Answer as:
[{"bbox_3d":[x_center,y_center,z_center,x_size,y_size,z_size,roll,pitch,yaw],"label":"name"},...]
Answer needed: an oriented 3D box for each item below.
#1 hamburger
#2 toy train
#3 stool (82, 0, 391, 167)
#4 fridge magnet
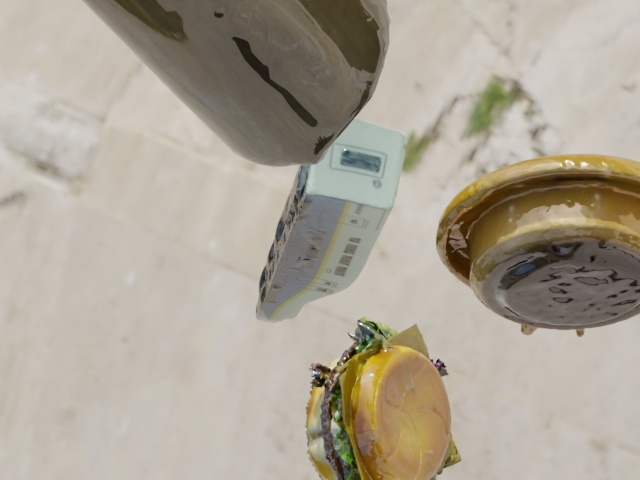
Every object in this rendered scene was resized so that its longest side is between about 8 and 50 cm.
[{"bbox_3d":[0.049,0.162,1.702,0.093,0.164,0.189,-5,90,39],"label":"hamburger"},{"bbox_3d":[0.000,0.000,1.046,0.234,0.051,0.052,112,171,-67],"label":"toy train"},{"bbox_3d":[-0.056,-0.223,0.427,0.310,0.226,0.310,-48,48,13],"label":"stool"},{"bbox_3d":[0.133,0.003,0.984,0.143,0.143,0.063,-31,47,43],"label":"fridge magnet"}]
